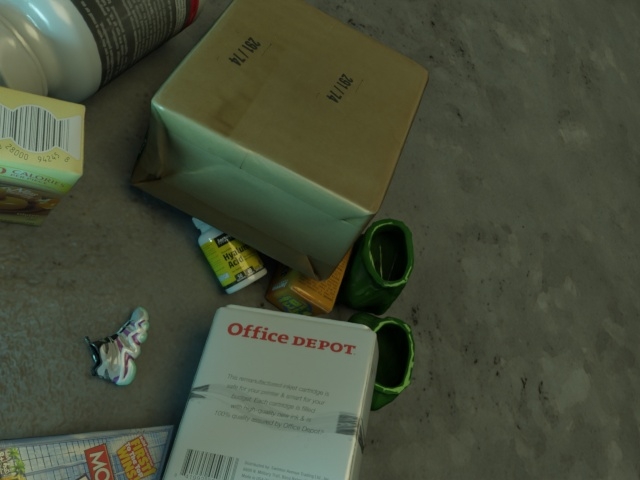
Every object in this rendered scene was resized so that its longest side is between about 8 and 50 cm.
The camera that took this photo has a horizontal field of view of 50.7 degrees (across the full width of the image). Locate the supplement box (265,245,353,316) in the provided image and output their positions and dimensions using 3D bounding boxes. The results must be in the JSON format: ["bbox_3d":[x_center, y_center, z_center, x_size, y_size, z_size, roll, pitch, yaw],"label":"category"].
[{"bbox_3d":[0.000,0.000,1.015,0.080,0.078,0.233,32,57,-24],"label":"supplement box"}]

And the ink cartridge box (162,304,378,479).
[{"bbox_3d":[-0.052,0.237,0.796,0.207,0.117,0.283,8,59,11],"label":"ink cartridge box"}]

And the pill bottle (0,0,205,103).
[{"bbox_3d":[-0.300,-0.277,0.827,0.176,0.176,0.318,48,52,-13],"label":"pill bottle"}]

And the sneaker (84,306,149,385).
[{"bbox_3d":[-0.249,0.120,0.813,0.069,0.038,0.098,23,61,-29],"label":"sneaker"}]

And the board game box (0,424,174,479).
[{"bbox_3d":[-0.245,0.285,0.743,0.194,0.060,0.194,-12,81,-38],"label":"board game box"}]

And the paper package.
[{"bbox_3d":[-0.044,-0.160,0.919,0.309,0.168,0.324,27,51,-5],"label":"paper package"}]

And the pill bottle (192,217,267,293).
[{"bbox_3d":[-0.127,0.010,0.925,0.065,0.065,0.116,-32,93,-39],"label":"pill bottle"}]

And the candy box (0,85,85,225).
[{"bbox_3d":[-0.419,-0.097,0.671,0.316,0.183,0.087,9,68,-34],"label":"candy box"}]

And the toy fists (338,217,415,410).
[{"bbox_3d":[0.078,0.109,0.996,0.096,0.142,0.279,3,69,-5],"label":"toy fists"}]
